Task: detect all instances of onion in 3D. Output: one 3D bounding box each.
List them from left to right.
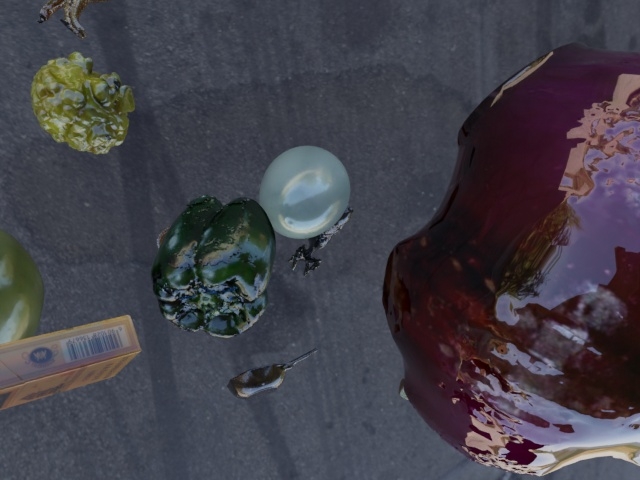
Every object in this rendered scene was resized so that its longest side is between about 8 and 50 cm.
[{"bbox_3d":[0.283,0.060,0.523,0.398,0.420,0.398,-38,150,-27],"label":"onion"}]

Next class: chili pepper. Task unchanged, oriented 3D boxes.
[{"bbox_3d":[-0.205,0.041,1.180,0.233,0.257,0.249,14,132,-10],"label":"chili pepper"}]

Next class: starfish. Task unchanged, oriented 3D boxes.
[{"bbox_3d":[-0.490,-0.573,1.351,0.113,0.312,0.303,59,45,-32],"label":"starfish"}]

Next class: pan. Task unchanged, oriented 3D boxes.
[{"bbox_3d":[-0.106,0.299,1.299,0.202,0.048,0.128,-31,157,19],"label":"pan"}]

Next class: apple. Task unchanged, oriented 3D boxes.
[{"bbox_3d":[-0.792,0.141,1.314,0.357,0.357,0.358,-15,117,-33],"label":"apple"}]

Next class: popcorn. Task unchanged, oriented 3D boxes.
[{"bbox_3d":[-0.505,-0.294,1.269,0.218,0.169,0.189,49,52,-46],"label":"popcorn"}]

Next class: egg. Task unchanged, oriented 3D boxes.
[{"bbox_3d":[-0.041,-0.123,1.524,0.371,0.229,0.230,-61,158,-71],"label":"egg"}]

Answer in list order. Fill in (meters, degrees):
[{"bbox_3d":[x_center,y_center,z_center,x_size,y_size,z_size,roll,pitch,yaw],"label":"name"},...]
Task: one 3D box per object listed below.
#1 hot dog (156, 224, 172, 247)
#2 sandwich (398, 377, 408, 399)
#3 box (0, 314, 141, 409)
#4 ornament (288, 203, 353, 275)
[{"bbox_3d":[-0.336,0.033,1.537,0.099,0.192,0.053,-49,169,-6],"label":"hot dog"},{"bbox_3d":[0.187,0.317,1.264,0.044,0.030,0.083,-61,176,-15],"label":"sandwich"},{"bbox_3d":[-0.473,0.218,1.021,0.274,0.174,0.076,-11,70,-40],"label":"box"},{"bbox_3d":[0.000,0.000,1.665,0.202,0.080,0.236,-47,-176,35],"label":"ornament"}]
